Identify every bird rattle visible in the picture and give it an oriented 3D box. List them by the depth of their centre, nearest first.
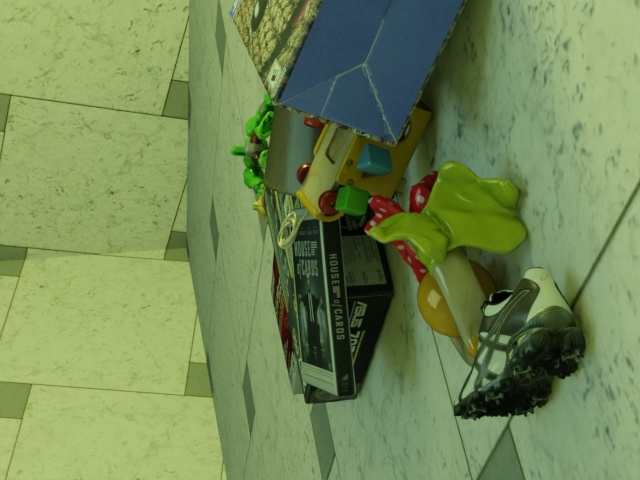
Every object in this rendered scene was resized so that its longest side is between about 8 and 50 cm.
[{"bbox_3d":[0.115,0.032,1.184,0.253,0.143,0.207,135,114,-78],"label":"bird rattle"}]

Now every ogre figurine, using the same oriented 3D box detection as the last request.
[{"bbox_3d":[-0.115,-0.177,2.278,0.118,0.097,0.197,-8,97,67],"label":"ogre figurine"}]

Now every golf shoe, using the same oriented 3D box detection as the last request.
[{"bbox_3d":[0.172,0.096,1.054,0.198,0.077,0.094,123,146,-54],"label":"golf shoe"}]

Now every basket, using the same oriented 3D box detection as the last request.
[{"bbox_3d":[0.015,-0.177,1.518,0.204,0.154,0.227,20,111,53],"label":"basket"}]

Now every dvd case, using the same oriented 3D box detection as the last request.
[{"bbox_3d":[0.000,0.074,1.542,0.179,0.030,0.238,177,87,-75],"label":"dvd case"}]

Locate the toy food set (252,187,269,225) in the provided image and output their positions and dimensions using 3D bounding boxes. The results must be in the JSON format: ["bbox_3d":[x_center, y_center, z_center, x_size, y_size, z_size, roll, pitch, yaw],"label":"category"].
[{"bbox_3d":[-0.077,-0.086,2.113,0.218,0.071,0.128,143,127,-70],"label":"toy food set"}]

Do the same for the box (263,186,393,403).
[{"bbox_3d":[0.000,0.000,1.774,0.318,0.097,0.395,106,156,-53],"label":"box"}]

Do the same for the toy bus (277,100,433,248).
[{"bbox_3d":[0.050,-0.089,1.370,0.202,0.104,0.191,-32,46,54],"label":"toy bus"}]

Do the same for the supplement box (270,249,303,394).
[{"bbox_3d":[-0.030,0.128,2.022,0.130,0.073,0.239,97,165,-45],"label":"supplement box"}]

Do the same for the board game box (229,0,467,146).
[{"bbox_3d":[0.031,-0.273,1.242,0.232,0.141,0.291,-65,23,21],"label":"board game box"}]
